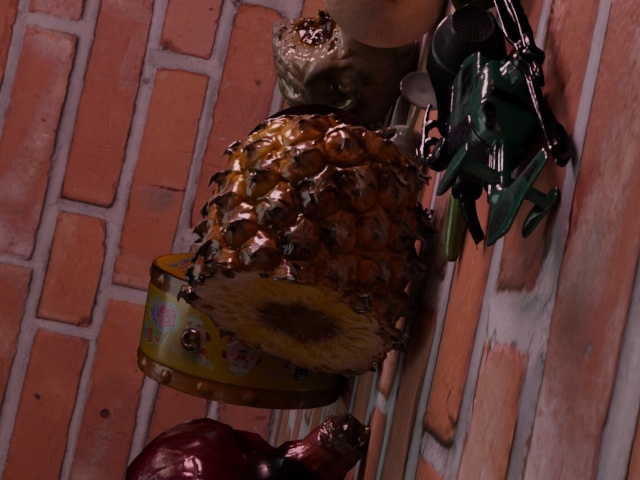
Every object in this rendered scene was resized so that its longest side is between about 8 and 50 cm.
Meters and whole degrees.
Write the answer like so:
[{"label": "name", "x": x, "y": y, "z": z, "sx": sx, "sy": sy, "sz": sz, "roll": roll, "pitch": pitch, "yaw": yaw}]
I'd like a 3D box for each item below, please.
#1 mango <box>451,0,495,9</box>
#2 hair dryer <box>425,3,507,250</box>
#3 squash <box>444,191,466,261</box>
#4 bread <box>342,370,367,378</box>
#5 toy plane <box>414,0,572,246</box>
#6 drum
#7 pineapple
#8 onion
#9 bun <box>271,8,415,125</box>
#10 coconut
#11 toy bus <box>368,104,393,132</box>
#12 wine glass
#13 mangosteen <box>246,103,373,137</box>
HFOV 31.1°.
[{"label": "mango", "x": 0.194, "y": -0.335, "z": 1.364, "sx": 0.191, "sy": 0.085, "sz": 0.122, "roll": -166, "pitch": 85, "yaw": -85}, {"label": "hair dryer", "x": 0.160, "y": -0.109, "z": 1.317, "sx": 0.235, "sy": 0.091, "sz": 0.272, "roll": 89, "pitch": -174, "yaw": -65}, {"label": "squash", "x": 0.160, "y": -0.018, "z": 1.368, "sx": 0.027, "sy": 0.027, "sz": 0.089, "roll": -112, "pitch": 30, "yaw": -82}, {"label": "bread", "x": 0.055, "y": 0.128, "z": 1.953, "sx": 0.084, "sy": 0.077, "sz": 0.367, "roll": -53, "pitch": 11, "yaw": 15}, {"label": "toy plane", "x": 0.167, "y": -0.108, "z": 1.088, "sx": 0.382, "sy": 0.106, "sz": 0.155, "roll": -76, "pitch": 12, "yaw": -55}, {"label": "drum", "x": -0.142, "y": 0.169, "z": 2.243, "sx": 0.431, "sy": 0.431, "sz": 0.214, "roll": -107, "pitch": 27, "yaw": -81}, {"label": "pineapple", "x": -0.001, "y": -0.002, "z": 1.580, "sx": 0.352, "sy": 0.352, "sz": 0.300, "roll": 113, "pitch": 178, "yaw": -69}, {"label": "onion", "x": -0.086, "y": 0.431, "z": 1.814, "sx": 0.420, "sy": 0.398, "sz": 0.398, "roll": -30, "pitch": 23, "yaw": 16}, {"label": "bun", "x": 0.047, "y": -0.324, "z": 2.143, "sx": 0.281, "sy": 0.281, "sz": 0.205, "roll": 107, "pitch": 171, "yaw": -52}, {"label": "coconut", "x": 0.108, "y": -0.432, "z": 1.922, "sx": 0.234, "sy": 0.224, "sz": 0.224, "roll": -55, "pitch": -21, "yaw": -70}, {"label": "toy bus", "x": 0.108, "y": -0.265, "z": 2.371, "sx": 0.081, "sy": 0.074, "sz": 0.226, "roll": -82, "pitch": 5, "yaw": -51}, {"label": "wine glass", "x": 0.134, "y": -0.161, "z": 1.742, "sx": 0.195, "sy": 0.079, "sz": 0.079, "roll": 109, "pitch": 172, "yaw": -51}, {"label": "mangosteen", "x": -0.016, "y": -0.087, "z": 2.025, "sx": 0.330, "sy": 0.330, "sz": 0.330, "roll": -169, "pitch": 90, "yaw": -86}]
